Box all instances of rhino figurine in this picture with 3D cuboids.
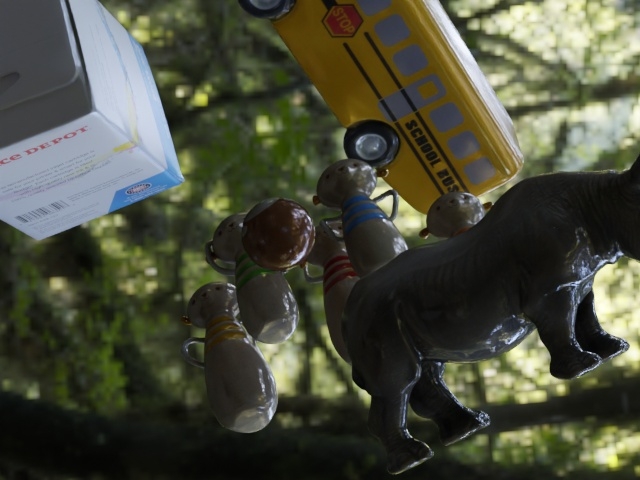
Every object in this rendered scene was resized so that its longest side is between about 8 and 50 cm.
[{"bbox_3d":[0.119,0.023,0.809,0.106,0.243,0.073,61,13,8],"label":"rhino figurine"}]

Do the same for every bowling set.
[{"bbox_3d":[0.000,0.000,1.179,0.200,0.287,0.154,65,2,-45],"label":"bowling set"}]

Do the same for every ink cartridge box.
[{"bbox_3d":[-0.265,-0.129,1.448,0.232,0.171,0.168,46,25,-70],"label":"ink cartridge box"}]

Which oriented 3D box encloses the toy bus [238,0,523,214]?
[{"bbox_3d":[0.046,-0.174,1.338,0.332,0.130,0.108,53,20,-31],"label":"toy bus"}]
